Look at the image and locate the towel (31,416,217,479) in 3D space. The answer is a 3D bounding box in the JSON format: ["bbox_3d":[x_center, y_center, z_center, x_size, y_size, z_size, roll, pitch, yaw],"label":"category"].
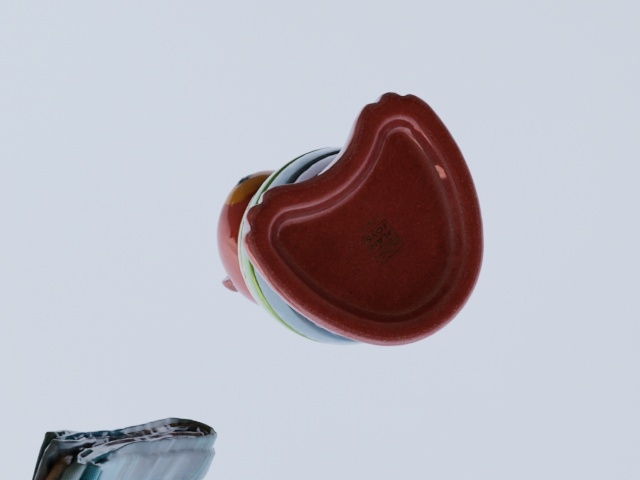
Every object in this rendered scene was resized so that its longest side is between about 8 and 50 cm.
[{"bbox_3d":[-0.162,0.301,1.217,0.040,0.271,0.370,15,-89,15],"label":"towel"}]

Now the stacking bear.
[{"bbox_3d":[0.000,0.000,1.455,0.175,0.289,0.164,-41,-78,-15],"label":"stacking bear"}]
